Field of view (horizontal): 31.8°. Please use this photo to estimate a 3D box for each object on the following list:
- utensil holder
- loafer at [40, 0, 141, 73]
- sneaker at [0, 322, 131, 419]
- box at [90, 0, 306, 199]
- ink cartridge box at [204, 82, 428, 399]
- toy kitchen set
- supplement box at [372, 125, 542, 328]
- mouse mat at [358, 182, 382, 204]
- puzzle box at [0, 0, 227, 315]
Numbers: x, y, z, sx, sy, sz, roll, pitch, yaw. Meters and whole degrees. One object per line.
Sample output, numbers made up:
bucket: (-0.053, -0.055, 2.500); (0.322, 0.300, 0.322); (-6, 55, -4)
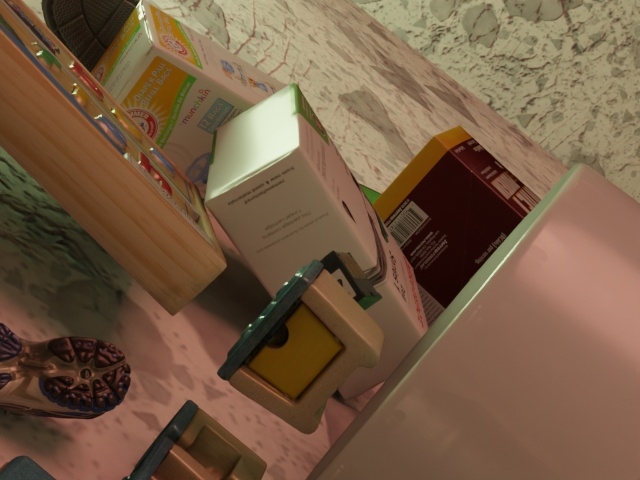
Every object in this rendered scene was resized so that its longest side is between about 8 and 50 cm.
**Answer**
utensil holder: (0.213, 0.187, 0.705); (0.385, 0.327, 0.327); (40, 18, 7)
loafer: (-0.178, -0.173, 1.145); (0.267, 0.096, 0.084); (37, -2, -32)
sneaker: (-0.176, 0.076, 0.623); (0.135, 0.058, 0.052); (17, 60, -10)
box: (-0.113, -0.119, 1.073); (0.203, 0.114, 0.103); (29, 23, -31)
ink cartridge box: (0.000, 0.000, 0.951); (0.219, 0.092, 0.160); (56, 13, -24)
toy kitchen set: (-0.069, 0.098, 0.588); (0.122, 0.166, 0.207); (40, 18, -3)
supplement box: (0.135, 0.024, 1.114); (0.194, 0.191, 0.129); (43, 19, 6)
mouse mat: (0.108, -0.005, 1.416); (0.152, 0.007, 0.189); (22, 27, -43)
puzzle box: (-0.227, -0.140, 0.777); (0.409, 0.052, 0.272); (48, 1, -18)
